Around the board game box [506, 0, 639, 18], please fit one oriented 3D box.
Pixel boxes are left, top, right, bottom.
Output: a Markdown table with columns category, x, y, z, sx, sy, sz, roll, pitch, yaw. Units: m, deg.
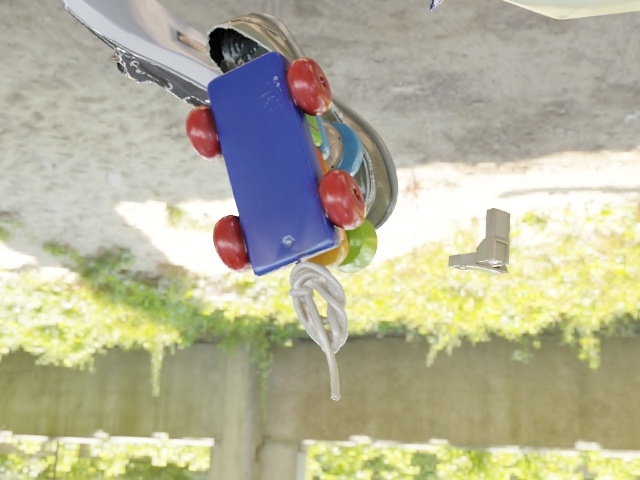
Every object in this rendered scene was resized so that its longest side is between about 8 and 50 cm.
| category | x | y | z | sx | sy | sz | roll | pitch | yaw |
| --- | --- | --- | --- | --- | --- | --- | --- | --- | --- |
| board game box | 0.180 | -0.256 | 0.376 | 0.224 | 0.303 | 0.097 | 2 | -176 | 35 |

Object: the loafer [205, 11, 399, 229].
| category | x | y | z | sx | sy | sz | roll | pitch | yaw |
| --- | --- | --- | --- | --- | --- | --- | --- | --- | --- |
| loafer | -0.028 | -0.105 | 0.866 | 0.094 | 0.251 | 0.087 | -48 | 159 | 27 |

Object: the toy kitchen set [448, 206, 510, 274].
| category | x | y | z | sx | sy | sz | roll | pitch | yaw |
| --- | --- | --- | --- | --- | --- | --- | --- | --- | --- |
| toy kitchen set | 0.231 | 0.005 | 1.329 | 0.068 | 0.075 | 0.083 | 15 | 163 | -36 |

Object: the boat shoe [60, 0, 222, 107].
| category | x | y | z | sx | sy | sz | roll | pitch | yaw |
| --- | --- | --- | --- | --- | --- | --- | --- | --- | --- |
| boat shoe | -0.166 | -0.187 | 0.957 | 0.228 | 0.080 | 0.076 | 24 | 133 | -34 |

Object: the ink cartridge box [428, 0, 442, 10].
| category | x | y | z | sx | sy | sz | roll | pitch | yaw |
| --- | --- | --- | --- | --- | --- | --- | --- | --- | --- |
| ink cartridge box | 0.134 | -0.375 | 0.831 | 0.065 | 0.186 | 0.311 | 29 | 150 | 24 |

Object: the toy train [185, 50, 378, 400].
| category | x | y | z | sx | sy | sz | roll | pitch | yaw |
| --- | --- | --- | --- | --- | --- | --- | --- | --- | --- |
| toy train | 0.000 | 0.000 | 0.698 | 0.105 | 0.248 | 0.143 | -22 | 161 | 19 |
